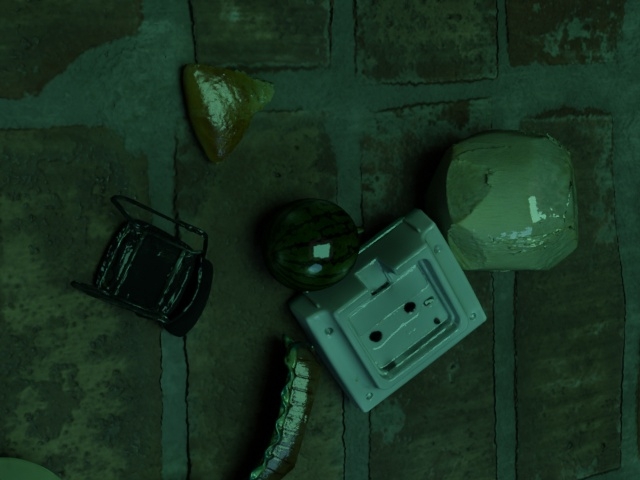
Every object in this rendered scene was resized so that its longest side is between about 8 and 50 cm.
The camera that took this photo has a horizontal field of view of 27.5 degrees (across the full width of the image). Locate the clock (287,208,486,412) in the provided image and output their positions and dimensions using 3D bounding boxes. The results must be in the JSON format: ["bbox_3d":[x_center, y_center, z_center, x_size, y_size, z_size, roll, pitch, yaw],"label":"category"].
[{"bbox_3d":[0.117,0.118,2.043,0.262,0.116,0.231,-36,118,-8],"label":"clock"}]

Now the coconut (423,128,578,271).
[{"bbox_3d":[0.285,-0.061,2.104,0.245,0.247,0.245,-3,90,-76],"label":"coconut"}]

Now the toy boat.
[{"bbox_3d":[-0.071,0.291,1.986,0.099,0.108,0.293,23,88,-2],"label":"toy boat"}]

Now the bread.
[{"bbox_3d":[-0.146,-0.208,1.885,0.136,0.054,0.154,44,68,-29],"label":"bread"}]

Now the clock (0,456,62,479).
[{"bbox_3d":[-0.422,0.404,1.721,0.235,0.029,0.235,4,74,-15],"label":"clock"}]

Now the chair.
[{"bbox_3d":[-0.235,0.045,1.829,0.145,0.221,0.140,23,81,7],"label":"chair"}]

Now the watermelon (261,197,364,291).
[{"bbox_3d":[0.000,0.000,1.967,0.187,0.141,0.140,-21,109,-35],"label":"watermelon"}]
